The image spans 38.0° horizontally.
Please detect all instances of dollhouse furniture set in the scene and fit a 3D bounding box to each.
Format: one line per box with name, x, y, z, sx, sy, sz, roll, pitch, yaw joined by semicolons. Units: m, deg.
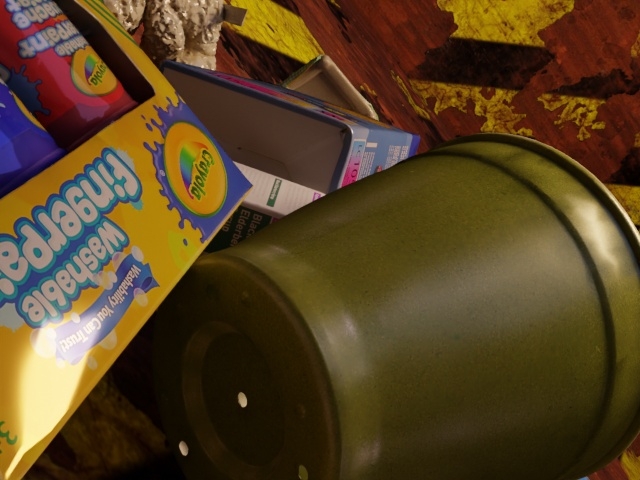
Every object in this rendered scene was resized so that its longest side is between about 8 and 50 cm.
dollhouse furniture set;0.010;-0.197;1.606;0.301;0.197;0.151;46;23;-32

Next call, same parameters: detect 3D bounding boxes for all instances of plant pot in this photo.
plant pot;0.056;0.099;0.839;0.353;0.366;0.366;-12;69;-42

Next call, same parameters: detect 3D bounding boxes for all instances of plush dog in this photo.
plush dog;-0.248;-0.325;1.232;0.225;0.210;0.262;-10;65;-42

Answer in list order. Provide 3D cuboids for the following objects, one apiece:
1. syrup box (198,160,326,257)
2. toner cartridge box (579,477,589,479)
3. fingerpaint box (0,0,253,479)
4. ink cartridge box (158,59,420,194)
syrup box;-0.117;-0.032;1.018;0.237;0.093;0.096;20;25;-3
toner cartridge box;0.342;0.452;1.347;0.165;0.075;0.348;-122;-164;-62
fingerpaint box;-0.270;-0.065;0.637;0.371;0.163;0.445;52;24;-11
ink cartridge box;-0.033;-0.124;1.279;0.270;0.151;0.395;22;10;17
